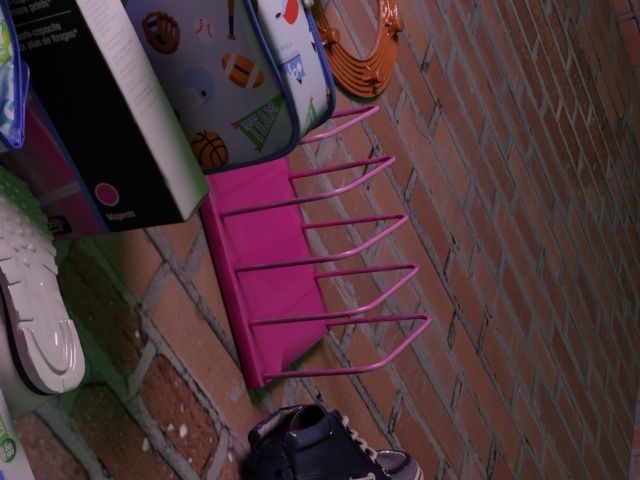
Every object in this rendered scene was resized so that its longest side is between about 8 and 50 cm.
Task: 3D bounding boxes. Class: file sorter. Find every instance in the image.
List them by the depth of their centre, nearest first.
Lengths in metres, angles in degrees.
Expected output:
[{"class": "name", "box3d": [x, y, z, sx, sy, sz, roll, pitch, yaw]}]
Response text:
[{"class": "file sorter", "box3d": [0.000, 0.000, 1.458, 0.202, 0.182, 0.291, -34, 113, -59]}]

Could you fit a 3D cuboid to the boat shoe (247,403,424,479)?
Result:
[{"class": "boat shoe", "box3d": [0.028, 0.269, 1.495, 0.340, 0.127, 0.158, -12, 101, -61]}]

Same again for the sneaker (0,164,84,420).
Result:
[{"class": "sneaker", "box3d": [-0.279, 0.038, 1.040, 0.090, 0.095, 0.235, 23, 43, -53]}]

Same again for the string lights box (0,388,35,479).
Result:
[{"class": "string lights box", "box3d": [-0.324, 0.228, 0.904, 0.259, 0.076, 0.133, -45, 123, -56]}]

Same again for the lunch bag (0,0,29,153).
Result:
[{"class": "lunch bag", "box3d": [-0.308, -0.134, 0.975, 0.096, 0.129, 0.151, -30, 109, -60]}]

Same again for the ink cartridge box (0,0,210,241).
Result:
[{"class": "ink cartridge box", "box3d": [-0.247, -0.170, 1.045, 0.069, 0.175, 0.371, -57, 132, -50]}]

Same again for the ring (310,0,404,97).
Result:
[{"class": "ring", "box3d": [0.050, -0.379, 1.812, 0.336, 0.032, 0.337, 22, 65, -58]}]

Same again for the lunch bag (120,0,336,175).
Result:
[{"class": "lunch bag", "box3d": [-0.138, -0.180, 1.119, 0.115, 0.303, 0.243, -48, 123, -51]}]
